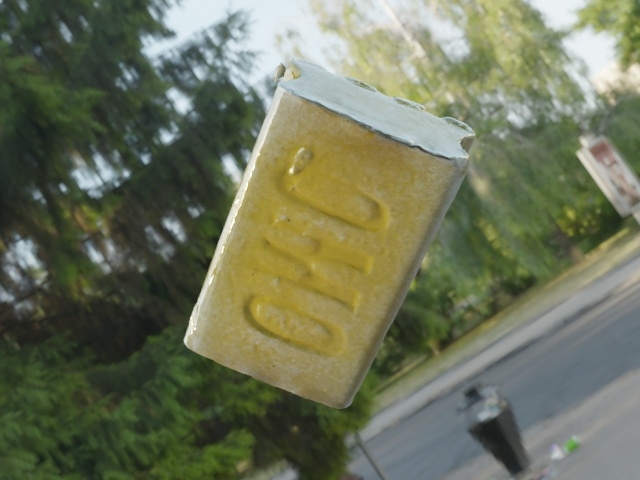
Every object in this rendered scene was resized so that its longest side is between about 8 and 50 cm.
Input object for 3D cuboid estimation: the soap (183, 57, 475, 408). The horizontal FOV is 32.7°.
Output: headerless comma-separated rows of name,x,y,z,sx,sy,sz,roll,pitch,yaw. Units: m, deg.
soap,0.000,0.000,0.941,0.089,0.174,0.274,-71,3,-59
